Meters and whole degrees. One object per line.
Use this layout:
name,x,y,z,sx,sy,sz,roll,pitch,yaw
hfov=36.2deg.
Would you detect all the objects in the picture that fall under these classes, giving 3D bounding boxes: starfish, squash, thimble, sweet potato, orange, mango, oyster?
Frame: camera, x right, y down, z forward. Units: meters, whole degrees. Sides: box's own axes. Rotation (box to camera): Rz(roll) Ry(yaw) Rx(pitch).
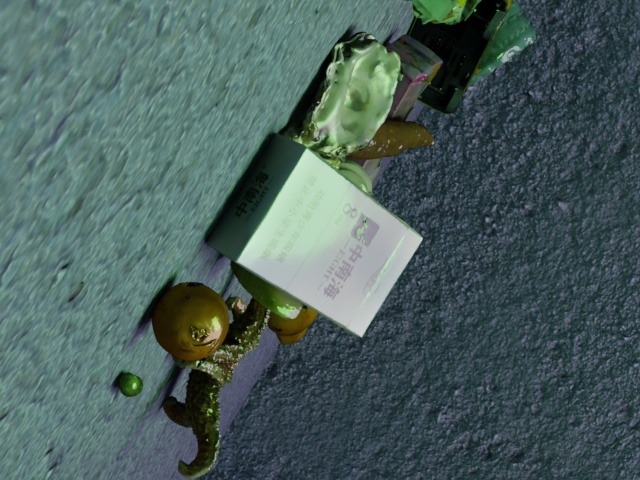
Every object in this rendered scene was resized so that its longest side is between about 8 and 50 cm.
starfish,-0.157,0.190,1.444,0.303,0.113,0.312,116,-2,-77
squash,-0.212,0.163,1.104,0.027,0.027,0.089,-57,177,-11
squash,-0.022,-0.052,1.235,0.252,0.093,0.169,-58,-147,20
thimble,0.307,-0.399,1.945,0.198,0.143,0.235,-38,-172,-33
sweet potato,0.075,-0.151,1.480,0.072,0.066,0.314,-34,161,34
orange,-0.137,0.086,1.034,0.084,0.083,0.083,-58,176,-6
mango,-0.056,0.117,2.021,0.295,0.120,0.177,117,-2,-65
oyster,0.015,-0.166,1.181,0.191,0.081,0.163,-34,136,-43

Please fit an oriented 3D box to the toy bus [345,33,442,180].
toy bus,0.090,-0.199,1.604,0.112,0.090,0.274,-43,166,-50

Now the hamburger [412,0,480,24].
hamburger,0.171,-0.355,1.205,0.214,0.125,0.235,-52,171,-10

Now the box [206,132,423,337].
box,0.000,0.000,1.158,0.243,0.067,0.155,36,87,-43

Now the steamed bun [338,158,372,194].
steamed bun,-0.005,-0.048,1.471,0.183,0.106,0.183,-53,174,-8

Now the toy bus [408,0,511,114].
toy bus,0.241,-0.372,1.736,0.151,0.145,0.331,-58,176,-28

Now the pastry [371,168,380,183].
pastry,0.026,-0.082,1.776,0.258,0.089,0.121,-53,-173,-23
